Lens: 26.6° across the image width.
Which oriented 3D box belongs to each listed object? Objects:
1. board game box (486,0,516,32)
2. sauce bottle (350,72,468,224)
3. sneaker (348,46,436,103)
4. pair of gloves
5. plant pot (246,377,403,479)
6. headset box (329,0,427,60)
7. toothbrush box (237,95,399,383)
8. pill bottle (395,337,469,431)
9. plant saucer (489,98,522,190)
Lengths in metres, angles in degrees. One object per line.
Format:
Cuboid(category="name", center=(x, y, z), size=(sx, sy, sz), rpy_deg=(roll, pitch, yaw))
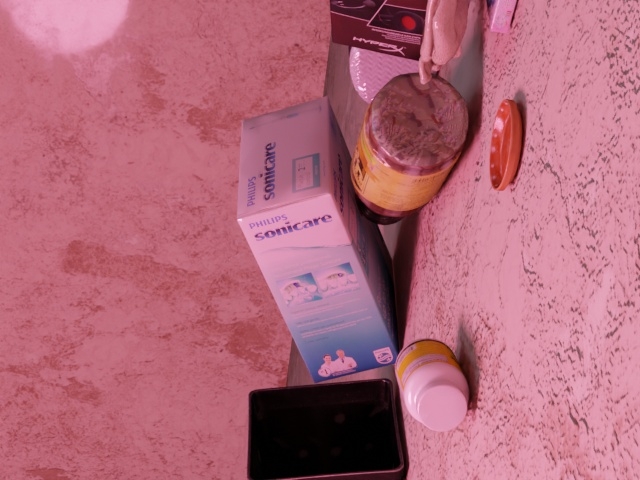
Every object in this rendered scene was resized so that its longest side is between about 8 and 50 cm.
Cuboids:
Cuboid(category="board game box", center=(0.177, -0.260, 1.294), size=(0.090, 0.020, 0.090), rpy_deg=(-89, 6, -49))
Cuboid(category="sauce bottle", center=(0.090, -0.087, 1.545), size=(0.344, 0.111, 0.111), rpy_deg=(107, 168, -75))
Cuboid(category="sneaker", center=(0.090, -0.366, 1.685), size=(0.210, 0.137, 0.366), rpy_deg=(-99, 12, -60))
Cuboid(category="pair of gloves", center=(0.144, -0.280, 1.336), size=(0.240, 0.042, 0.204), rpy_deg=(-63, -16, -52))
Cuboid(category="plant pot", center=(0.008, 0.301, 1.719), size=(0.188, 0.187, 0.167), rpy_deg=(-94, -1, -59))
Cuboid(category="headset box", center=(0.084, -0.354, 1.346), size=(0.293, 0.110, 0.218), rpy_deg=(84, -158, -63))
Cuboid(category="toothbrush box", center=(0.000, 0.000, 1.747), size=(0.216, 0.126, 0.295), rpy_deg=(-91, -19, -52))
Cuboid(category="pill bottle", center=(0.111, 0.143, 1.329), size=(0.116, 0.065, 0.065), rpy_deg=(-102, 18, -74))
Cuboid(category="plant saucer", center=(0.169, -0.086, 1.230), size=(0.083, 0.013, 0.083), rpy_deg=(-174, 90, -85))
